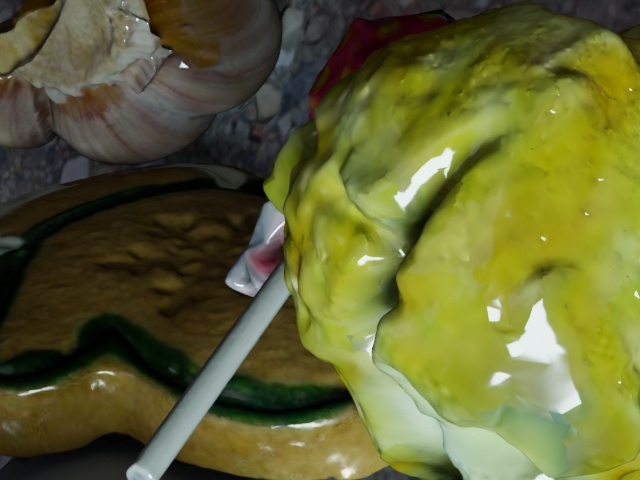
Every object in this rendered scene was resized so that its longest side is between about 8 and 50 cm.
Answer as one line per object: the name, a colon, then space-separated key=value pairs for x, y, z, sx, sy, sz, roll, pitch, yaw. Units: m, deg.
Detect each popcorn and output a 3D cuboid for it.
popcorn: x=0.115 y=0.008 z=0.685 sx=0.276 sy=0.276 sz=0.225 roll=-37 pitch=59 yaw=30

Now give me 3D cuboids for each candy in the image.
candy: x=0.000 y=0.000 z=0.825 sx=0.124 sy=0.124 sz=0.365 roll=-13 pitch=30 yaw=39

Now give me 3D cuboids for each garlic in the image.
garlic: x=-0.133 y=-0.124 z=1.050 sx=0.214 sy=0.191 sz=0.160 roll=-39 pitch=96 yaw=31

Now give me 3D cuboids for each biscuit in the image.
biscuit: x=-0.083 y=0.037 z=0.907 sx=0.344 sy=0.287 sz=0.057 roll=30 pitch=130 yaw=44

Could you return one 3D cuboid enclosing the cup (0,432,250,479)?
cup: x=-0.116 y=0.241 z=0.813 sx=0.371 sy=0.253 sz=0.253 roll=-114 pitch=45 yaw=-78
